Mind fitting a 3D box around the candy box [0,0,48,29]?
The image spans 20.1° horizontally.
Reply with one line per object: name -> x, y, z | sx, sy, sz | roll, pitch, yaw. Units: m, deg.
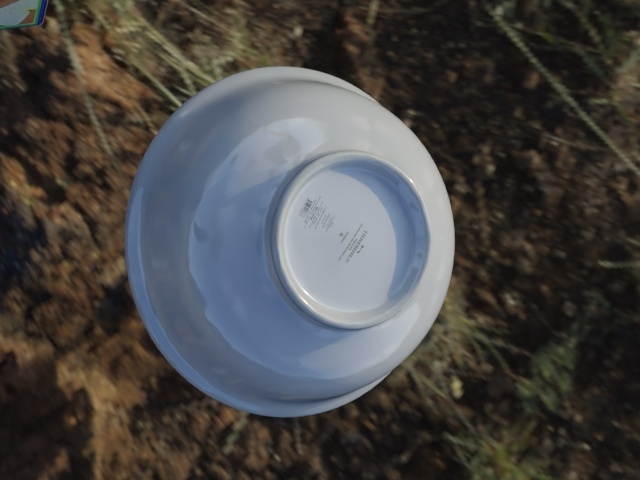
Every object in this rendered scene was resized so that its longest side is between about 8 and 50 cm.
candy box -> -0.394, -0.275, 1.381 | 0.317, 0.268, 0.122 | -13, 149, -23

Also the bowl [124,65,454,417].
bowl -> 0.000, 0.000, 1.475 | 0.298, 0.134, 0.298 | 0, 89, -26
